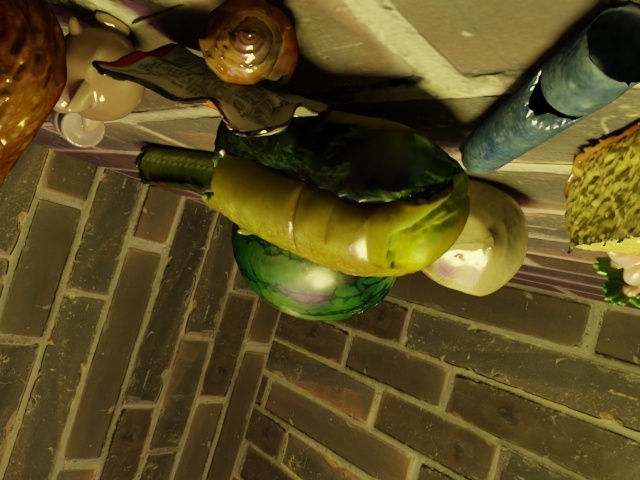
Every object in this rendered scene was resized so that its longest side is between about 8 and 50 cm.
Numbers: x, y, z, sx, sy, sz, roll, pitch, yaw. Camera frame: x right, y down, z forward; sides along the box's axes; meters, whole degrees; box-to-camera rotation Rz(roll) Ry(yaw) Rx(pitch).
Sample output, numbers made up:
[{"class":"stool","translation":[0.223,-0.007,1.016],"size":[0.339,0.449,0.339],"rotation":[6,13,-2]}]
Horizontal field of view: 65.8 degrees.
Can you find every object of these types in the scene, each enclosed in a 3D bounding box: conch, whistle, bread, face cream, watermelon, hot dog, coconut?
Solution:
[{"class":"conch","translation":[-0.063,-0.196,0.494],"size":[0.086,0.080,0.232],"rotation":[28,-159,1]},{"class":"whistle","translation":[0.208,-0.122,0.485],"size":[0.062,0.062,0.304],"rotation":[16,176,0]},{"class":"bread","translation":[0.011,-0.073,0.694],"size":[0.377,0.208,0.251],"rotation":[19,-174,37]},{"class":"face cream","translation":[-0.595,-0.293,1.196],"size":[0.154,0.096,0.274],"rotation":[15,-170,-37]},{"class":"watermelon","translation":[0.000,0.000,1.013],"size":[0.364,0.362,0.363],"rotation":[16,176,1]},{"class":"hot dog","translation":[-0.466,-0.162,0.578],"size":[0.388,0.266,0.174],"rotation":[-33,-175,31]},{"class":"coconut","translation":[0.258,-0.008,0.888],"size":[0.224,0.224,0.224],"rotation":[16,176,1]},{"class":"bread","translation":[0.355,-0.046,0.498],"size":[0.134,0.129,0.260],"rotation":[8,176,7]}]

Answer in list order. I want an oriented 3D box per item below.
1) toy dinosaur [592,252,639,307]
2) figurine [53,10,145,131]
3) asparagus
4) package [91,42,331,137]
[{"class":"toy dinosaur","translation":[0.490,-0.008,0.767],"size":[0.194,0.152,0.177],"rotation":[5,133,20]},{"class":"figurine","translation":[-0.291,-0.215,0.643],"size":[0.125,0.137,0.125],"rotation":[23,176,2]},{"class":"asparagus","translation":[-0.377,-0.195,1.380],"size":[0.382,0.128,0.108],"rotation":[12,-149,32]},{"class":"package","translation":[-0.114,-0.170,0.560],"size":[0.232,0.040,0.166],"rotation":[22,-148,11]}]
